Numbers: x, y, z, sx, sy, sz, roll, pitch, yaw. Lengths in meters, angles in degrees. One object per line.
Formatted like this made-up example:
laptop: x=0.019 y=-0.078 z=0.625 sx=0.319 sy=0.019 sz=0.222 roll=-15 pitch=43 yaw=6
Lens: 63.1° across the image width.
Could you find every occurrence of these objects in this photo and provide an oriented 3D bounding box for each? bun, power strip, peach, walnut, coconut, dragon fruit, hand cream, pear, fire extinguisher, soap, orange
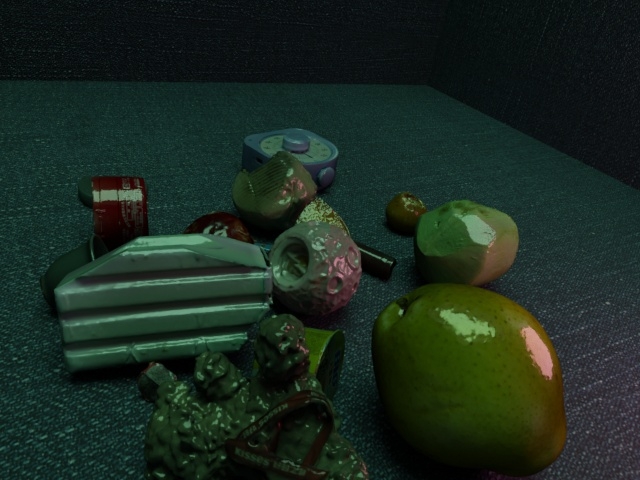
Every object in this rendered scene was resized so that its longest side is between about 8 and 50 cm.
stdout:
bun: x=-0.143 y=-0.147 z=1.760 sx=0.281 sy=0.282 sz=0.204 roll=42 pitch=2 yaw=41
power strip: x=-0.696 y=-0.157 z=1.760 sx=0.253 sy=0.054 sz=0.168 roll=9 pitch=33 yaw=-1
peach: x=-0.001 y=0.003 z=1.611 sx=0.188 sy=0.068 sz=0.280 roll=0 pitch=70 yaw=-13
walnut: x=-0.310 y=0.059 z=1.370 sx=0.243 sy=0.222 sz=0.269 roll=14 pitch=40 yaw=29
coconut: x=0.428 y=0.016 z=1.597 sx=0.328 sy=0.282 sz=0.328 roll=4 pitch=17 yaw=-1
dragon fruit: x=-0.348 y=0.304 z=1.108 sx=0.083 sy=0.060 sz=0.056 roll=37 pitch=24 yaw=-7
hand cream: x=-0.576 y=-0.075 z=1.498 sx=0.149 sy=0.231 sz=0.230 roll=-3 pitch=34 yaw=-20
pear: x=0.293 y=0.277 z=1.062 sx=0.418 sy=0.362 sz=0.362 roll=43 pitch=33 yaw=-4
fire extinguisher: x=0.116 y=0.035 z=1.672 sx=0.267 sy=0.072 sz=0.089 roll=25 pitch=40 yaw=22
soap: x=-0.334 y=0.124 z=1.160 sx=0.445 sy=0.262 sz=0.156 roll=-5 pitch=15 yaw=-12
orange: x=0.313 y=-0.104 z=1.904 sx=0.154 sy=0.134 sz=0.155 roll=2 pitch=36 yaw=-2

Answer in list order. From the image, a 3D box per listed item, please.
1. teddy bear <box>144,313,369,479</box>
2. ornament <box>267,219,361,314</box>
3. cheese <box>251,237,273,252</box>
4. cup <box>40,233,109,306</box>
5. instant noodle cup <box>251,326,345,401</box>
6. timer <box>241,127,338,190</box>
teddy bear: x=-0.138 y=0.350 z=0.906 sx=0.367 sy=0.224 sz=0.358 roll=-23 pitch=83 yaw=-8
ornament: x=-0.010 y=0.074 z=1.398 sx=0.259 sy=0.260 sz=0.225 roll=37 pitch=11 yaw=37
cheese: x=-0.134 y=0.031 z=1.641 sx=0.255 sy=0.037 sz=0.106 roll=10 pitch=30 yaw=1
cup: x=-0.592 y=0.101 z=1.275 sx=0.149 sy=0.199 sz=0.199 roll=-19 pitch=38 yaw=-11
instant noodle cup: x=-0.049 y=0.270 z=1.128 sx=0.152 sy=0.205 sz=0.205 roll=14 pitch=30 yaw=17
timer: x=-0.096 y=-0.338 z=2.125 sx=0.394 sy=0.174 sz=0.395 roll=8 pitch=30 yaw=-5
